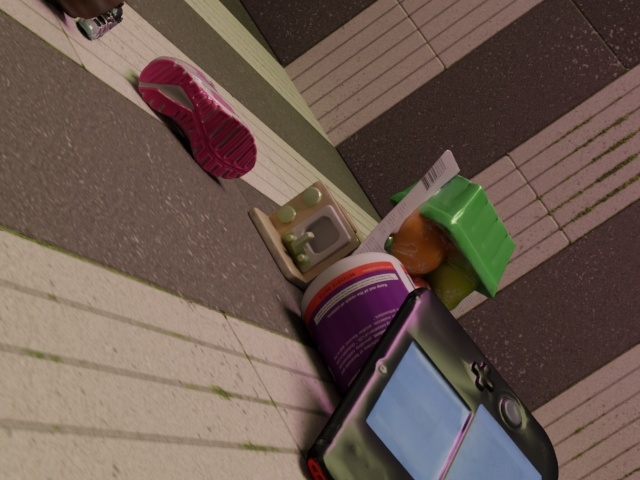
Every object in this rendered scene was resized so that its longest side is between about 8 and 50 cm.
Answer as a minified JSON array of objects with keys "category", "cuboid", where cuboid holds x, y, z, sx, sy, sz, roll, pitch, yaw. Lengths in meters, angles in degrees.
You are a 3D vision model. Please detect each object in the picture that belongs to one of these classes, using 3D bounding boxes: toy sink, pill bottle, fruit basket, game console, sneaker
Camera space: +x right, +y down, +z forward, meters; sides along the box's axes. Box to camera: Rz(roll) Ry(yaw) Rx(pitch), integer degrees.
[{"category":"toy sink","cuboid":[0.000,0.000,1.931,0.152,0.131,0.234,59,9,26]},{"category":"pill bottle","cuboid":[0.107,0.184,1.639,0.181,0.182,0.323,44,15,-55]},{"category":"fruit basket","cuboid":[0.160,0.058,1.904,0.165,0.353,0.327,40,-7,45]},{"category":"game console","cuboid":[0.164,0.283,1.406,0.342,0.060,0.386,55,37,-13]},{"category":"sneaker","cuboid":[-0.321,-0.334,1.635,0.038,0.069,0.098,53,8,-13]},{"category":"sneaker","cuboid":[-0.191,-0.209,1.766,0.252,0.103,0.111,52,11,-29]}]

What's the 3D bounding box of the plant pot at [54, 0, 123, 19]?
[{"category":"plant pot","cuboid":[-0.345,-0.408,1.520,0.167,0.167,0.165,62,4,40]}]
